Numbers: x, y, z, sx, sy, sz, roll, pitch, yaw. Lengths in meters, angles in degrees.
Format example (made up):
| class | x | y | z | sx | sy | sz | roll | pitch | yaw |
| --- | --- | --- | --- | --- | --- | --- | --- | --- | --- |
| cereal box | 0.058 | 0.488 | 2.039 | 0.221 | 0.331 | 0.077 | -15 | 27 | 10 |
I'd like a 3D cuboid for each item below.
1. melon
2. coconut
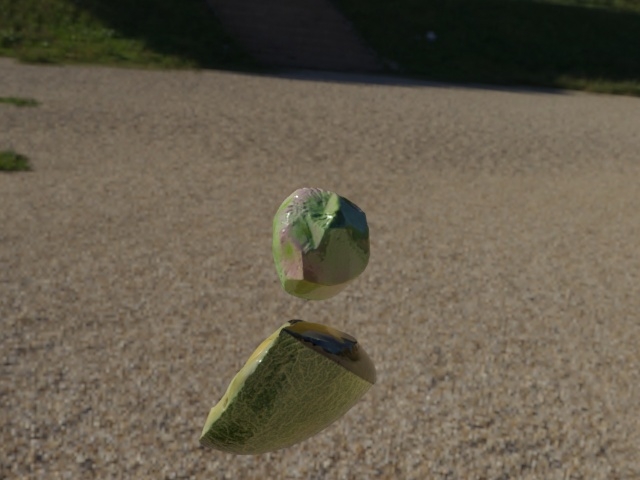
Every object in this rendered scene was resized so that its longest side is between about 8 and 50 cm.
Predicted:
| class | x | y | z | sx | sy | sz | roll | pitch | yaw |
| --- | --- | --- | --- | --- | --- | --- | --- | --- | --- |
| melon | -0.024 | 0.112 | 0.643 | 0.079 | 0.128 | 0.160 | 43 | -2 | 0 |
| coconut | 0.000 | 0.000 | 0.693 | 0.083 | 0.081 | 0.082 | -37 | 80 | -27 |
